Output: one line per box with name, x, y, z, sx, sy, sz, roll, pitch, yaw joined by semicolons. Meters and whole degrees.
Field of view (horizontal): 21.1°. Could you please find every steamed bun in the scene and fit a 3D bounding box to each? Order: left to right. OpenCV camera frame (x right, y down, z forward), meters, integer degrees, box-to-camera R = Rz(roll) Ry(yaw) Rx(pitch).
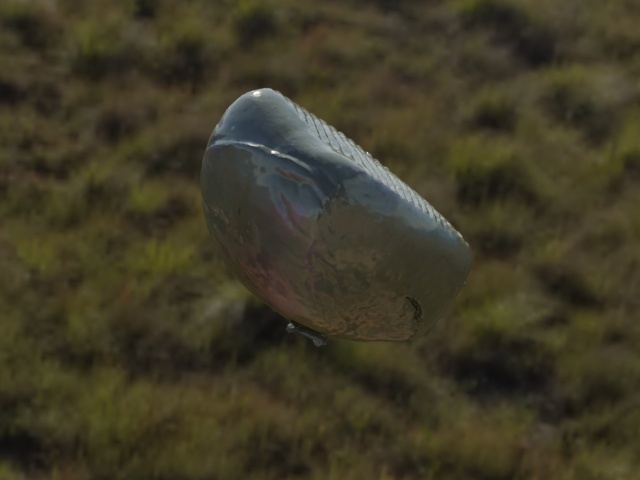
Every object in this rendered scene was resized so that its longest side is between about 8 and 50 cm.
steamed bun;0.000;0.000;1.330;0.170;0.152;0.239;41;8;38
